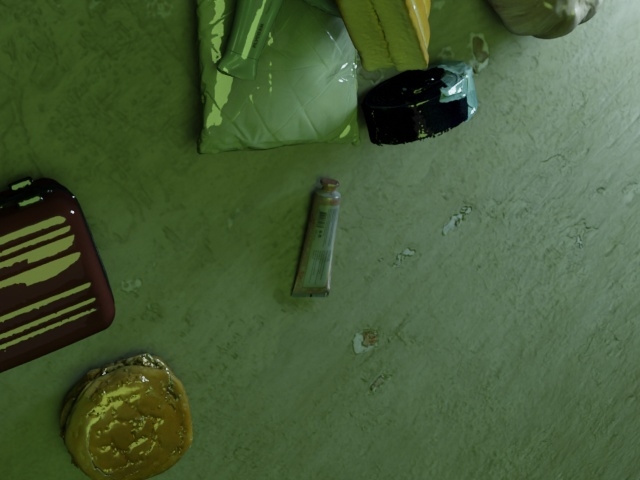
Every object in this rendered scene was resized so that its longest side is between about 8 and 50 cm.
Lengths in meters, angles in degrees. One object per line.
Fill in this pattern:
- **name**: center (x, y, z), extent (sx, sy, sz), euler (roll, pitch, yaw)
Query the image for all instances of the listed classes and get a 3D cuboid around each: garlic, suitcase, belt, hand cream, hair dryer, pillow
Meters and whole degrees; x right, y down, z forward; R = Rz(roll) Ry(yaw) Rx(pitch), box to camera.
- **garlic**: center (0.383, -0.417, 1.619), extent (0.218, 0.212, 0.218), euler (-8, 107, -26)
- **suitcase**: center (-0.455, 0.061, 1.441), extent (0.297, 0.161, 0.236), euler (-22, 116, -16)
- **belt**: center (0.161, -0.220, 1.622), extent (0.198, 0.151, 0.078), euler (-31, 119, -27)
- **hand cream**: center (0.000, 0.000, 1.699), extent (0.067, 0.043, 0.210), euler (1, 113, -23)
- **hair dryer**: center (-0.025, -0.317, 1.489), extent (0.237, 0.075, 0.206), euler (7, 105, -39)
- **pillow**: center (-0.062, -0.273, 1.549), extent (0.274, 0.076, 0.281), euler (-7, 106, -27)

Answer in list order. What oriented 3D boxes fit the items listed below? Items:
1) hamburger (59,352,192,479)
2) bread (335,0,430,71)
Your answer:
- **hamburger**: center (-0.307, 0.286, 1.629), extent (0.214, 0.108, 0.214), euler (-10, 111, -26)
- **bread**: center (0.085, -0.397, 1.436), extent (0.111, 0.239, 0.246), euler (-3, 158, 13)
